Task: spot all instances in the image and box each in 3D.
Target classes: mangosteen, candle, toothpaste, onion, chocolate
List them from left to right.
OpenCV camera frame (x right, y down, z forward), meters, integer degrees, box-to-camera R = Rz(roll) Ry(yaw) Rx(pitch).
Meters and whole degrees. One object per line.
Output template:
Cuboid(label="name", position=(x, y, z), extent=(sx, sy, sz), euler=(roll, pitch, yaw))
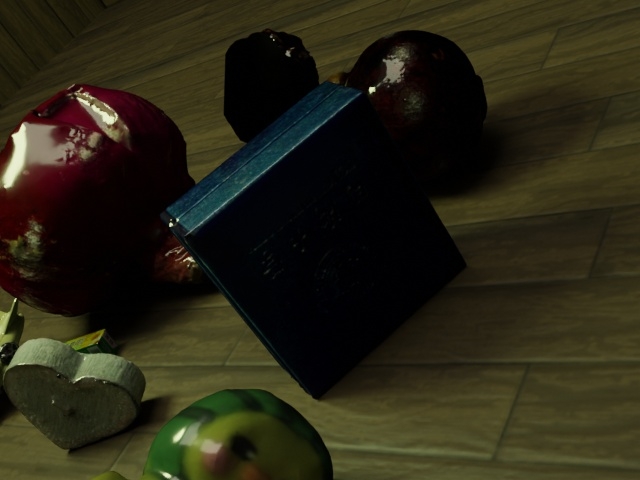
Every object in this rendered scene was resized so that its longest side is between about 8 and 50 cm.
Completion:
Cuboid(label="toothpaste", position=(-0.412, 0.192, 1.463), extent=(0.178, 0.043, 0.037), euler=(-19, 32, 26))
Cuboid(label="candle", position=(-0.345, 0.223, 1.254), extent=(0.068, 0.192, 0.168), euler=(-79, 7, -53))
Cuboid(label="onion", position=(-0.323, -0.033, 1.491), extent=(0.420, 0.398, 0.398), euler=(26, 53, 9))
Cuboid(label="chocolate", position=(-0.052, -0.304, 1.725), extent=(0.206, 0.224, 0.177), euler=(22, 33, 30))
Cuboid(label="mangosteen", position=(0.104, -0.186, 1.285), extent=(0.265, 0.228, 0.228), euler=(-7, 35, 10))

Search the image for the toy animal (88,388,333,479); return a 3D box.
Cuboid(label="toy animal", position=(-0.136, 0.293, 0.869), extent=(0.338, 0.216, 0.191), euler=(-45, 3, -24))

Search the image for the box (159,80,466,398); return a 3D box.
Cuboid(label="box", position=(0.000, 0.000, 1.073), extent=(0.261, 0.279, 0.116), euler=(-40, 29, -9))

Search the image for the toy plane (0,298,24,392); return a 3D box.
Cuboid(label="toy plane", position=(-0.549, 0.219, 1.488), extent=(0.229, 0.092, 0.244), euler=(118, 166, -62))
